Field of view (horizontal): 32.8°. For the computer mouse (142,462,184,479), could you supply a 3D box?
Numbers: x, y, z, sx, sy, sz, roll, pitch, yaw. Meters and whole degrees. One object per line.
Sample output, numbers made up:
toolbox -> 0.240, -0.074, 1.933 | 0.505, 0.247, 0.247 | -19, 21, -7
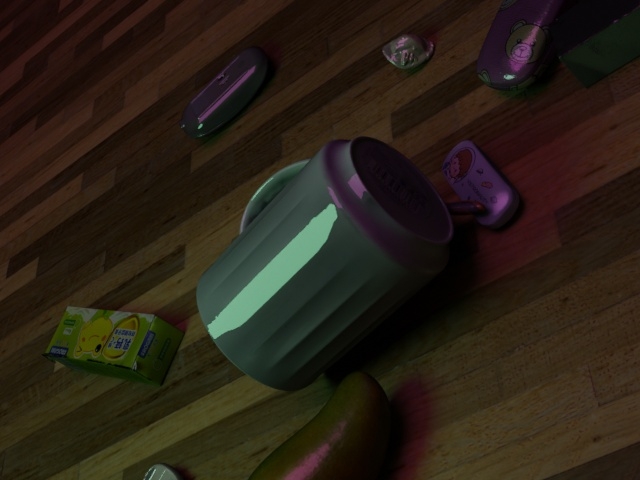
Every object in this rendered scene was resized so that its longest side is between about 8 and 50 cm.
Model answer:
computer mouse -> -0.246, 0.395, 1.742 | 0.096, 0.039, 0.066 | 23, 80, 45

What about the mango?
mango -> -0.003, 0.315, 1.461 | 0.289, 0.129, 0.146 | -48, 27, 2

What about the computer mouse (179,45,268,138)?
computer mouse -> -0.191, -0.299, 2.221 | 0.232, 0.057, 0.120 | -43, 38, 10

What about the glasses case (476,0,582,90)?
glasses case -> 0.344, -0.369, 1.672 | 0.123, 0.076, 0.316 | 15, 74, 52

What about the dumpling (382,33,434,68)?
dumpling -> 0.151, -0.325, 1.867 | 0.057, 0.076, 0.052 | -102, 34, -50

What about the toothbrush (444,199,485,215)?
toothbrush -> 0.144, -0.053, 1.651 | 0.321, 0.023, 0.031 | 1, 71, 58

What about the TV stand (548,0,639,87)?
TV stand -> 0.456, -0.329, 1.514 | 0.269, 0.082, 0.088 | -33, 42, 27

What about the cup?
cup -> 0.000, 0.000, 1.579 | 0.327, 0.236, 0.323 | -45, 44, 27

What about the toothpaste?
toothpaste -> -0.391, 0.193, 2.031 | 0.327, 0.077, 0.110 | 0, 60, 48

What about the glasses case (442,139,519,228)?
glasses case -> 0.232, -0.083, 1.590 | 0.067, 0.045, 0.178 | -50, 36, 17
